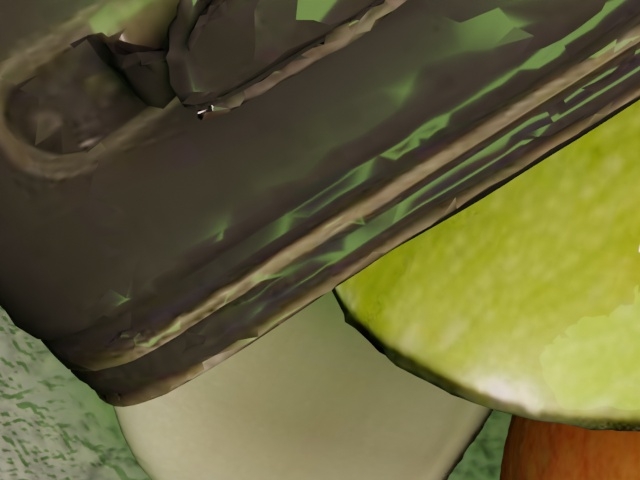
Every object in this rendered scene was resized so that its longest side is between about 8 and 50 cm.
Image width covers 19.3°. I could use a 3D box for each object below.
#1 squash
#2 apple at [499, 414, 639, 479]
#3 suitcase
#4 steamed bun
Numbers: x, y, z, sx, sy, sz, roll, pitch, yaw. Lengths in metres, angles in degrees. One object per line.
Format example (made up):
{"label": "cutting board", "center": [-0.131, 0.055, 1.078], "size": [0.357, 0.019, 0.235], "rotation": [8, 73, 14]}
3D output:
{"label": "squash", "center": [0.154, -0.042, 0.628], "size": [0.309, 0.233, 0.210], "rotation": [-47, 144, -6]}
{"label": "apple", "center": [0.227, 0.081, 0.753], "size": [0.299, 0.275, 0.299], "rotation": [18, 154, 9]}
{"label": "suitcase", "center": [0.002, -0.155, 0.533], "size": [0.283, 0.434, 0.194], "rotation": [-32, 115, 18]}
{"label": "steamed bun", "center": [0.000, 0.000, 0.786], "size": [0.164, 0.146, 0.242], "rotation": [21, 120, -13]}
